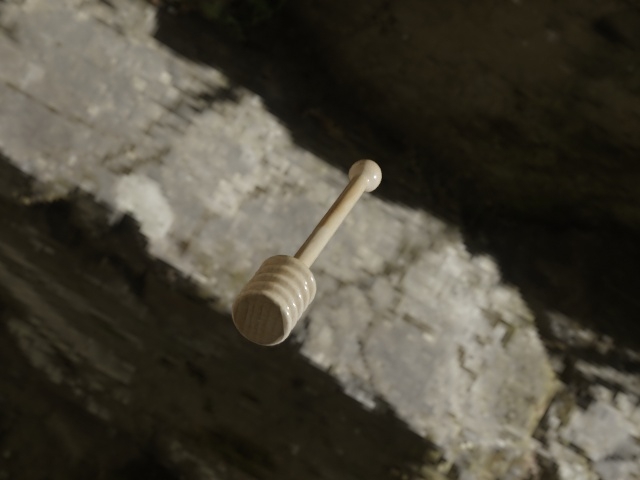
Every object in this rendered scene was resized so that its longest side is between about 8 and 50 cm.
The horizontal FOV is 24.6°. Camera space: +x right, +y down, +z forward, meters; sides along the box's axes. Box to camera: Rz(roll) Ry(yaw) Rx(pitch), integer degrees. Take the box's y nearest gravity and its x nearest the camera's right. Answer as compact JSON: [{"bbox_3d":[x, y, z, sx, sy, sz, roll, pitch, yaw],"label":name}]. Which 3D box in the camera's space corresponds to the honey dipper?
[{"bbox_3d":[0.000,0.000,0.737,0.030,0.030,0.161,-51,-179,35],"label":"honey dipper"}]
